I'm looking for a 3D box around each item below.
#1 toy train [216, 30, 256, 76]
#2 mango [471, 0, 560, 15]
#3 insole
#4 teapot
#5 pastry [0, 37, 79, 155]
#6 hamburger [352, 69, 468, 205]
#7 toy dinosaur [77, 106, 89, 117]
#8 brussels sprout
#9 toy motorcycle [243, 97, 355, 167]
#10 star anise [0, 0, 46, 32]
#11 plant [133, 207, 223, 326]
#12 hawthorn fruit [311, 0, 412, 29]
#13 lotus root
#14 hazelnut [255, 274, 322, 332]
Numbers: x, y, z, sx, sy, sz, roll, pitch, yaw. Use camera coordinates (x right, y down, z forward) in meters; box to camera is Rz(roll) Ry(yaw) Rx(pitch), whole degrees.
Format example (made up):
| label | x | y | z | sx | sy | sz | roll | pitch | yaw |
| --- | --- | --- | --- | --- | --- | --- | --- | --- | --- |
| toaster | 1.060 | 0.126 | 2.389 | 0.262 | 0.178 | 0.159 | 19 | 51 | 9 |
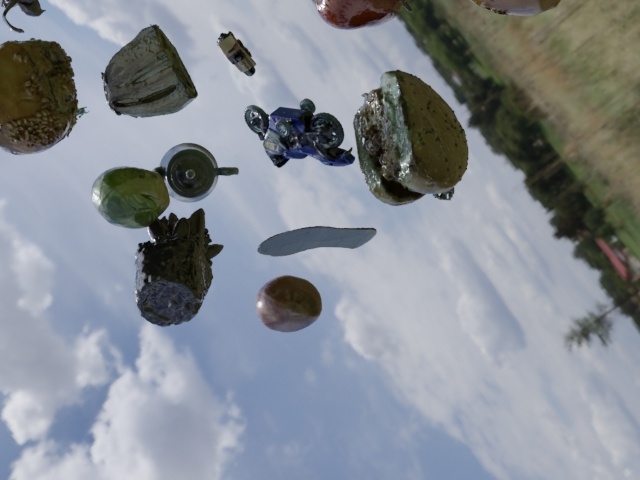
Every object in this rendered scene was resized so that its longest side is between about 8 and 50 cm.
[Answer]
| label | x | y | z | sx | sy | sz | roll | pitch | yaw |
| --- | --- | --- | --- | --- | --- | --- | --- | --- | --- |
| toy train | -0.205 | -0.463 | 2.187 | 0.138 | 0.050 | 0.087 | 42 | -164 | -56 |
| mango | 0.353 | -0.488 | 1.590 | 0.248 | 0.156 | 0.151 | 2 | -153 | -34 |
| insole | 0.000 | 0.000 | 1.984 | 0.348 | 0.119 | 0.009 | -2 | -121 | -45 |
| teapot | -0.334 | -0.179 | 2.303 | 0.149 | 0.239 | 0.163 | -157 | 66 | -79 |
| pastry | -0.622 | -0.316 | 1.920 | 0.311 | 0.161 | 0.255 | -73 | -16 | -71 |
| hamburger | 0.225 | -0.240 | 2.138 | 0.276 | 0.195 | 0.318 | 8 | -118 | -44 |
| toy dinosaur | -0.661 | -0.361 | 2.428 | 0.021 | 0.062 | 0.083 | 54 | -138 | -7 |
| brussels sprout | -0.454 | -0.102 | 2.071 | 0.162 | 0.180 | 0.144 | 60 | -157 | -14 |
| toy motorcycle | -0.056 | -0.245 | 2.120 | 0.113 | 0.315 | 0.169 | -44 | -47 | -36 |
| star anise | -0.831 | -0.610 | 2.399 | 0.148 | 0.218 | 0.228 | 38 | -129 | -38 |
| plant | -0.344 | 0.053 | 2.120 | 0.321 | 0.194 | 0.182 | -92 | -4 | -52 |
| hawthorn fruit | 0.100 | -0.581 | 1.983 | 0.260 | 0.224 | 0.224 | 10 | -148 | -19 |
| lotus root | -0.284 | -0.265 | 1.437 | 0.070 | 0.144 | 0.143 | -20 | -90 | -74 |
| hazelnut | -0.097 | 0.194 | 2.675 | 0.214 | 0.214 | 0.177 | -28 | -69 | -74 |
